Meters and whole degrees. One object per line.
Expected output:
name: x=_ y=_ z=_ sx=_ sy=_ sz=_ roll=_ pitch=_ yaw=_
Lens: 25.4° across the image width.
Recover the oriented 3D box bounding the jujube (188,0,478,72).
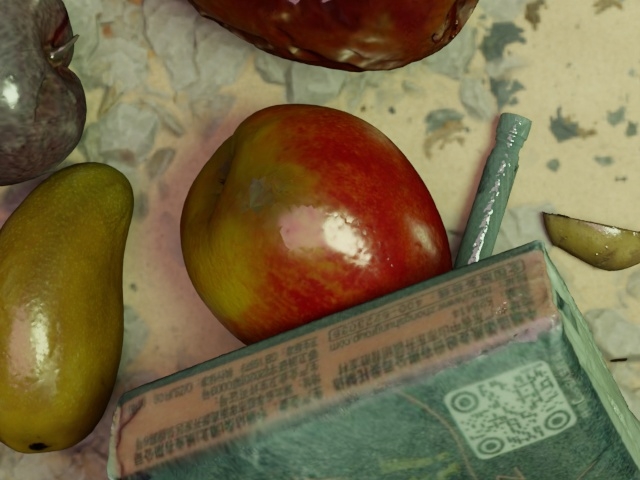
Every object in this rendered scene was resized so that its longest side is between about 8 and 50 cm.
jujube: x=-0.017 y=-0.233 z=1.022 sx=0.290 sy=0.197 sz=0.197 roll=31 pitch=92 yaw=19

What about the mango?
mango: x=-0.198 y=0.046 z=1.066 sx=0.099 sy=0.136 sz=0.227 roll=4 pitch=74 yaw=33

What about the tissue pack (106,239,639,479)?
tissue pack: x=0.048 y=0.145 z=0.971 sx=0.316 sy=0.103 sz=0.228 roll=-21 pitch=132 yaw=15

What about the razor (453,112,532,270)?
razor: x=0.117 y=0.017 z=1.076 sx=0.106 sy=0.068 sz=0.232 roll=18 pitch=85 yaw=4

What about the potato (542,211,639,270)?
potato: x=0.210 y=0.004 z=1.072 sx=0.093 sy=0.037 sz=0.036 roll=12 pitch=95 yaw=5

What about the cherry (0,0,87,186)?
cherry: x=-0.258 y=-0.124 z=1.065 sx=0.176 sy=0.140 sz=0.176 roll=-1 pitch=88 yaw=18

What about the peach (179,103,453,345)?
peach: x=0.000 y=0.000 z=1.027 sx=0.192 sy=0.190 sz=0.190 roll=39 pitch=93 yaw=-19
